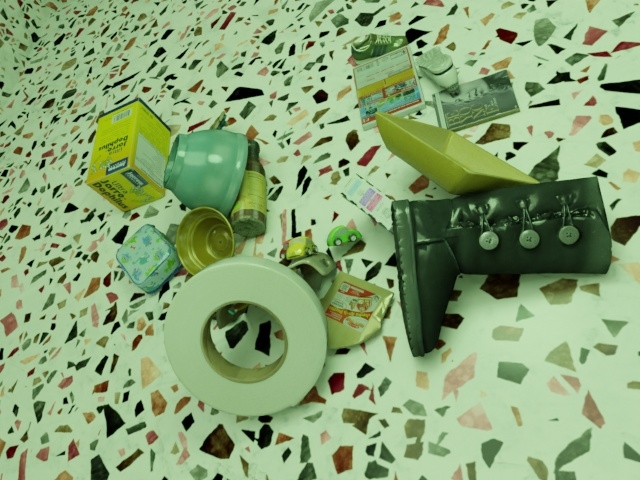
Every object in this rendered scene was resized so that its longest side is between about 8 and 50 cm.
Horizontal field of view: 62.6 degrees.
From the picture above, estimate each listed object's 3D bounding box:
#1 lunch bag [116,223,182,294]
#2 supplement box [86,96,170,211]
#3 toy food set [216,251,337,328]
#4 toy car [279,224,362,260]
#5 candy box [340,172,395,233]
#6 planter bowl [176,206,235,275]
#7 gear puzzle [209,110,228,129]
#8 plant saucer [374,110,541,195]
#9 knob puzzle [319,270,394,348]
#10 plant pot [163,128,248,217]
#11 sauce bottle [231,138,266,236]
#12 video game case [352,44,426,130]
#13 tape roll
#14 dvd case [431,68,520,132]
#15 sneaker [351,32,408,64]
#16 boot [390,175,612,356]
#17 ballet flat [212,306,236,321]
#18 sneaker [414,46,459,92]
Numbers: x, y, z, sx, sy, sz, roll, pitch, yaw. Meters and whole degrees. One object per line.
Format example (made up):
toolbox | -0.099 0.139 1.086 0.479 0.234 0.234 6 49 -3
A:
lunch bag | -0.562 0.060 1.718 0.176 0.090 0.219 -47 51 -6
supplement box | -0.707 -0.320 1.964 0.195 0.194 0.356 -18 54 17
toy food set | -0.109 0.132 1.372 0.306 0.220 0.092 -29 90 10
toy car | 0.000 0.000 1.426 0.225 0.239 0.053 -16 92 -9
candy box | 0.170 -0.074 1.357 0.070 0.165 0.196 -53 51 6
planter bowl | -0.328 0.006 1.605 0.217 0.090 0.217 1 92 26
gear puzzle | -0.412 -0.292 1.855 0.175 0.044 0.338 -20 44 60
plant saucer | 0.328 -0.195 1.303 0.333 0.333 0.080 45 121 40
knob puzzle | 0.075 0.191 1.336 0.213 0.030 0.213 -13 56 20
plant pot | -0.371 -0.222 1.636 0.293 0.196 0.292 -42 40 49
sauce bottle | -0.227 -0.175 1.677 0.112 0.111 0.344 -18 53 18
video game case | 0.215 -0.495 1.692 0.204 0.025 0.285 -17 54 18
tape roll | -0.174 0.231 1.252 0.392 0.391 0.072 -28 8 10
dvd case | 0.441 -0.398 1.515 0.221 0.018 0.164 -15 55 20
sneaker | 0.191 -0.659 1.767 0.192 0.086 0.064 -14 56 20
boot | 0.398 0.064 1.165 0.446 0.146 0.366 -6 96 3
ballet flat | -0.329 0.193 1.525 0.203 0.074 0.074 6 64 31
sneaker | 0.356 -0.518 1.596 0.090 0.095 0.235 -33 30 17
